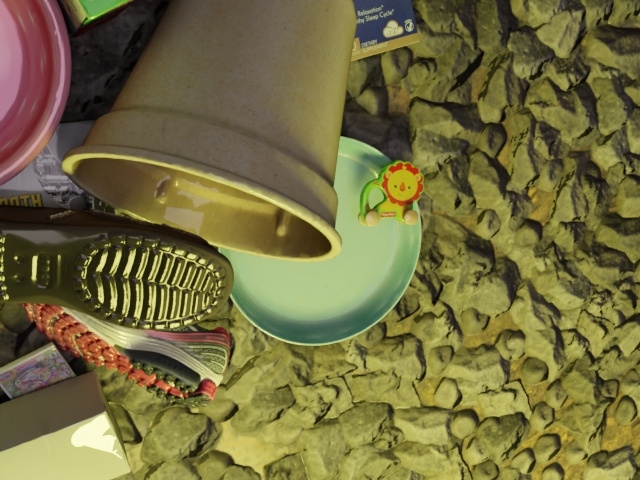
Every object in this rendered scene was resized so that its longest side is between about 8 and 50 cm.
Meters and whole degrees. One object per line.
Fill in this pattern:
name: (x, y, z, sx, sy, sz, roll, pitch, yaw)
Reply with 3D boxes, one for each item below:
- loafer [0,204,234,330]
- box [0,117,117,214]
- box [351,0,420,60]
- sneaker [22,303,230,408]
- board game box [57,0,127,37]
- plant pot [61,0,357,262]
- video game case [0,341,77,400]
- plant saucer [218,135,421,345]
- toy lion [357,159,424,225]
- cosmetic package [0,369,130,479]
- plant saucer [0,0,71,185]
loafer: (-0.284, 0.008, 0.910, 0.366, 0.130, 0.133, 12, 116, -18)
box: (-0.386, -0.055, 0.967, 0.231, 0.056, 0.182, -9, 105, -18)
box: (0.053, -0.377, 1.068, 0.137, 0.036, 0.225, -20, 106, -15)
sneaker: (-0.267, 0.119, 1.030, 0.299, 0.121, 0.112, 31, 54, -13)
board game box: (-0.290, -0.347, 0.797, 0.064, 0.316, 0.242, -31, 111, -12)
plant pot: (-0.098, -0.170, 0.916, 0.334, 0.334, 0.305, 22, 75, -23)
video game case: (-0.378, 0.204, 1.033, 0.087, 0.011, 0.122, -27, 124, -9)
plant saucer: (0.000, 0.000, 1.127, 0.318, 0.044, 0.317, -4, 104, -18)
toy lion: (0.106, -0.071, 1.113, 0.100, 0.034, 0.096, -3, 96, -19)
cosmetic package: (-0.389, 0.283, 1.002, 0.238, 0.107, 0.127, -19, 125, -18)
plant saucer: (-0.452, -0.205, 0.833, 0.332, 0.084, 0.331, -4, 101, -21)
